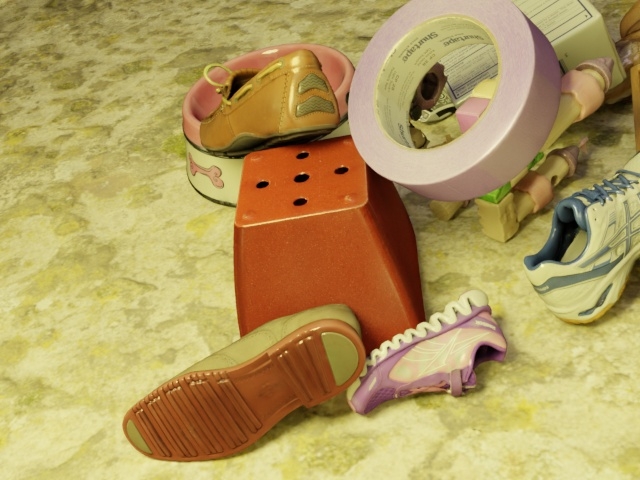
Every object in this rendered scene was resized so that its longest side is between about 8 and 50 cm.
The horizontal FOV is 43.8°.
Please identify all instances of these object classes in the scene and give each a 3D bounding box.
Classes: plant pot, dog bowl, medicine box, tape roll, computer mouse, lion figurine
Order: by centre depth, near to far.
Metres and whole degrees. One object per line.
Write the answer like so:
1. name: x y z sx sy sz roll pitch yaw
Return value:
1. tape roll: 0.172 -0.194 1.058 0.275 0.090 0.274 -12 69 35
2. plant pot: 0.000 0.000 1.160 0.268 0.235 0.267 -9 39 8
3. medicine box: 0.340 -0.337 1.403 0.264 0.149 0.289 -30 40 16
4. lion figurine: 0.627 -0.392 1.520 0.240 0.142 0.392 -37 4 38
5. computer mouse: 0.208 -0.254 1.556 0.193 0.042 0.106 -26 59 -18
6. dog bowl: -0.088 -0.243 1.563 0.408 0.150 0.408 -9 38 7

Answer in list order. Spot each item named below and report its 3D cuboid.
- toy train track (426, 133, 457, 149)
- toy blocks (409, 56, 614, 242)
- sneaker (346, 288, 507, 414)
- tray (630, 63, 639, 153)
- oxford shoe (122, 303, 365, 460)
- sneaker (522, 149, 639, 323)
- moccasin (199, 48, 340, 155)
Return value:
1. toy train track: 0.225 -0.172 1.478 0.083 0.014 0.048 -16 45 9
2. toy blocks: 0.313 -0.174 1.231 0.309 0.288 0.260 24 58 42
3. sneaker: 0.147 0.164 1.035 0.236 0.095 0.104 -31 64 -11
4. tray: 0.570 -0.140 1.151 0.203 0.076 0.410 -24 38 39
5. oxford shoe: -0.097 0.188 1.059 0.348 0.123 0.130 -23 16 11
6. sneaker: 0.390 -0.033 1.072 0.296 0.131 0.112 -54 27 -11
7. moccasin: -0.099 -0.210 1.226 0.139 0.146 0.380 -10 3 -21
